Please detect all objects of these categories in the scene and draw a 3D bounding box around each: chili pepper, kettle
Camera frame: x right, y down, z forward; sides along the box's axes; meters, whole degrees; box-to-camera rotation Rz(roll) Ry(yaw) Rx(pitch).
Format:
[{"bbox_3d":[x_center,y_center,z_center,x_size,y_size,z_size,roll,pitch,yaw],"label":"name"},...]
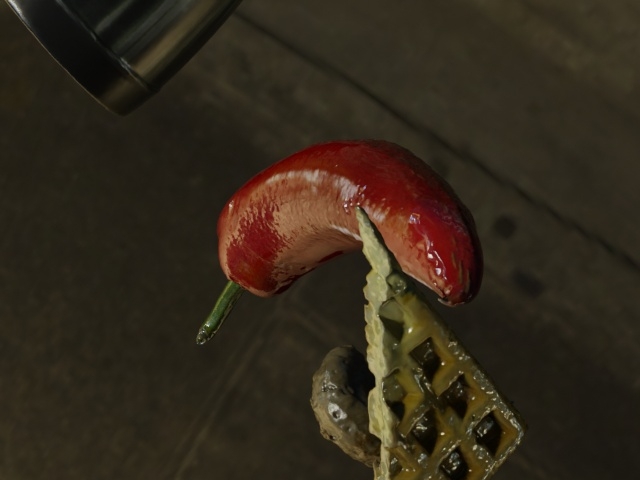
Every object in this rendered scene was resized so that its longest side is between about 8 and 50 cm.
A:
[{"bbox_3d":[0.004,-0.006,1.362,0.092,0.368,0.137,28,72,-20],"label":"chili pepper"},{"bbox_3d":[-0.122,-0.260,1.693,0.207,0.271,0.251,54,8,25],"label":"kettle"}]

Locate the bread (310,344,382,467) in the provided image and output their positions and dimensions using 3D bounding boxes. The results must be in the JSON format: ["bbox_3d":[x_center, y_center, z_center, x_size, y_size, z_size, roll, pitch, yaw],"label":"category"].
[{"bbox_3d":[0.039,0.139,1.563,0.113,0.060,0.082,34,39,-8],"label":"bread"}]

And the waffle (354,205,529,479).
[{"bbox_3d":[0.031,0.086,1.087,0.125,0.032,0.191,-47,126,-8],"label":"waffle"}]
